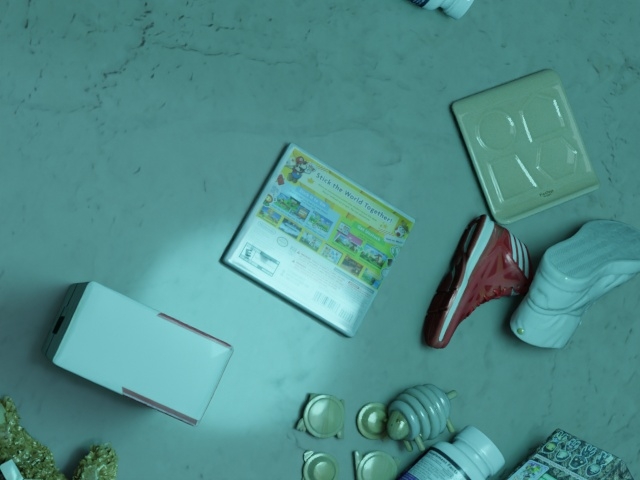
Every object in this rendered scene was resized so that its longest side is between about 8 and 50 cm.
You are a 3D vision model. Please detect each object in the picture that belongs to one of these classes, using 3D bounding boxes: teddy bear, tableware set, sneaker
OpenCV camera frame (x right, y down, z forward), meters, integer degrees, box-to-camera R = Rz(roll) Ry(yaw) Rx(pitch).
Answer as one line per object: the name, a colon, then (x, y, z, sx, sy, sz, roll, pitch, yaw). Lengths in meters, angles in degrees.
teddy bear: (-0.384, 0.360, 1.641, 0.338, 0.113, 0.245, 28, 71, -5)
tableware set: (0.042, 0.300, 1.808, 0.169, 0.020, 0.141, 8, 83, -18)
sneaker: (0.251, 0.081, 1.857, 0.128, 0.087, 0.221, 28, 79, -11)
sneaker: (0.397, 0.071, 1.900, 0.292, 0.169, 0.108, -15, 49, -45)

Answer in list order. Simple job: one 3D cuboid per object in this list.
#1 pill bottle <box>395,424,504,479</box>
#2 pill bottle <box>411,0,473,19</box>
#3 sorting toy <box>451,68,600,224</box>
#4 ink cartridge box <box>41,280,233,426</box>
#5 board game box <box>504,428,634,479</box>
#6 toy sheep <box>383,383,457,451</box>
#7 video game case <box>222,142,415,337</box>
pill bottle: (0.174, 0.363, 1.796, 0.193, 0.108, 0.108, -40, 97, -16)
pill bottle: (0.155, -0.408, 1.868, 0.169, 0.094, 0.094, 31, 77, -12)
sorting toy: (0.320, -0.147, 1.927, 0.193, 0.038, 0.208, -21, 87, -18)
ink cartridge box: (-0.247, 0.142, 1.605, 0.197, 0.273, 0.114, 26, 82, -13)
board game box: (0.337, 0.466, 1.784, 0.291, 0.141, 0.232, -41, 117, -16)
toy sheep: (0.150, 0.255, 1.812, 0.132, 0.091, 0.091, -26, 93, -32)
video game case: (0.000, 0.000, 1.820, 0.227, 0.026, 0.206, 31, 77, -11)
